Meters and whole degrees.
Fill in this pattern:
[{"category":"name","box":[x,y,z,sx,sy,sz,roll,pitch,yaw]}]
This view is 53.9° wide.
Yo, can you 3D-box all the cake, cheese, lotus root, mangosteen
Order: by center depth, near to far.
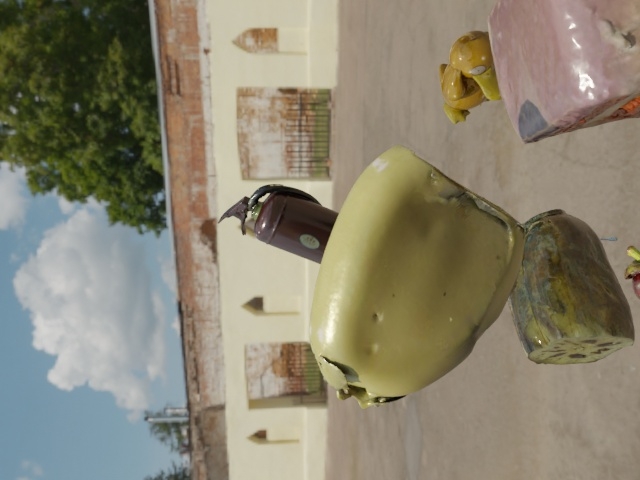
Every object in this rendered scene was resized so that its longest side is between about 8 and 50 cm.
[{"category":"cheese","box":[0.110,0.066,0.798,0.315,0.260,0.128,-65,15,-2]},{"category":"cake","box":[0.371,-0.269,0.816,0.309,0.237,0.230,-20,-86,-87]},{"category":"lotus root","box":[0.554,0.102,1.453,0.250,0.250,0.346,97,167,-66]},{"category":"mangosteen","box":[0.941,0.090,1.757,0.146,0.156,0.181,-22,78,49]}]

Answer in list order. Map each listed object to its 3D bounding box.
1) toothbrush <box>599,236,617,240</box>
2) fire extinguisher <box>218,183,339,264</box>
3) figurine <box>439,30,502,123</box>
[{"category":"toothbrush","box":[0.705,-0.002,1.681,0.017,0.162,0.014,10,-100,-60]},{"category":"fire extinguisher","box":[0.000,0.000,1.065,0.105,0.341,0.141,-80,14,-51]},{"category":"figurine","box":[0.410,-0.451,1.720,0.228,0.215,0.215,161,109,-73]}]
